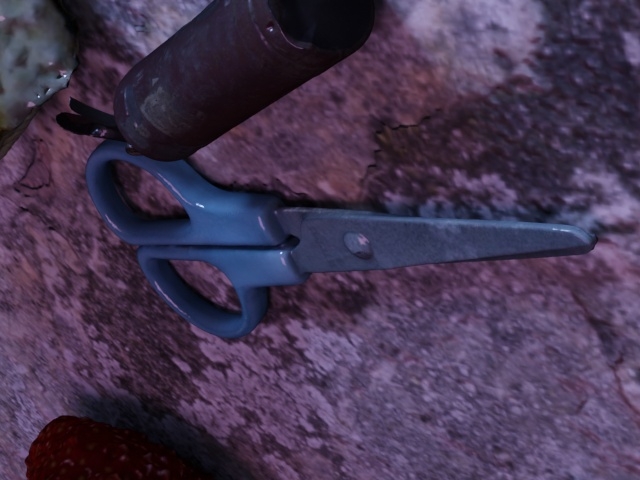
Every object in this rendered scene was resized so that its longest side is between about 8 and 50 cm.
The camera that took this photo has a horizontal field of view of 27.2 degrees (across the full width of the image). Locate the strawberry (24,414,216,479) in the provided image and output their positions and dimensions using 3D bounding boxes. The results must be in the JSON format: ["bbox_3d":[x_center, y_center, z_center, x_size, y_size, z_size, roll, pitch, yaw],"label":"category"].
[{"bbox_3d":[-0.185,0.290,1.295,0.261,0.257,0.261,4,144,3],"label":"strawberry"}]

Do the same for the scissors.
[{"bbox_3d":[0.000,0.000,0.914,0.447,0.029,0.192,0,129,46],"label":"scissors"}]

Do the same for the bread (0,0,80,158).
[{"bbox_3d":[-0.382,-0.104,0.969,0.239,0.395,0.264,66,168,-3],"label":"bread"}]

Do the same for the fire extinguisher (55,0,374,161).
[{"bbox_3d":[-0.077,-0.105,0.827,0.089,0.072,0.268,16,158,-29],"label":"fire extinguisher"}]
